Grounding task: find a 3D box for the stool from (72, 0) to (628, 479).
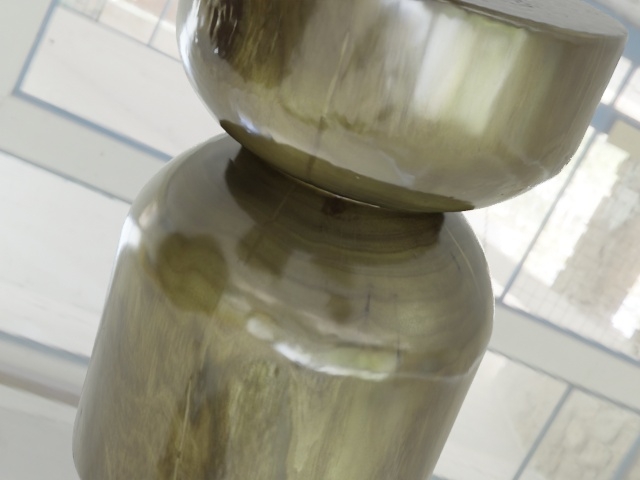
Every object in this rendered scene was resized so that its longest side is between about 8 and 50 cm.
[{"bbox_3d":[0.000,0.000,0.432,0.179,0.264,0.179,16,-157,-7],"label":"stool"}]
